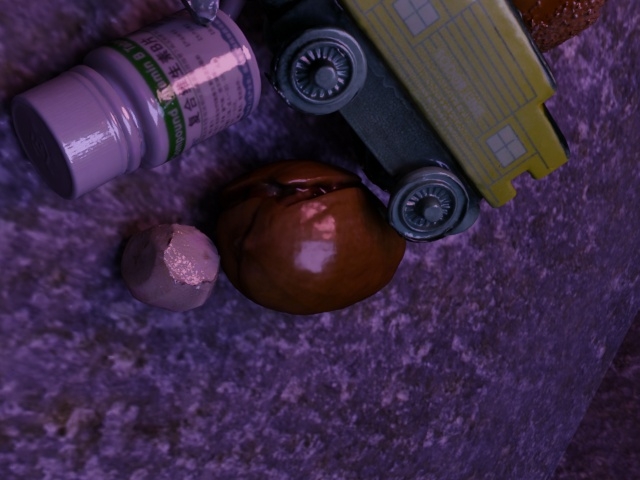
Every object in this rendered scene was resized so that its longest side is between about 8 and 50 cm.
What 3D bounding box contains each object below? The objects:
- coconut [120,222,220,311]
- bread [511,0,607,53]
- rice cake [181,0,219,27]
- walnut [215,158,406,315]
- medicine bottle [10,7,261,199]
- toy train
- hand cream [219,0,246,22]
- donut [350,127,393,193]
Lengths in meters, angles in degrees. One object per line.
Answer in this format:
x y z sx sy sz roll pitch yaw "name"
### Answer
-0.172 0.034 1.003 0.124 0.110 0.110 15 100 -47 "coconut"
0.290 -0.345 1.152 0.192 0.314 0.171 -29 94 -27 "bread"
-0.163 -0.305 0.807 0.034 0.043 0.211 -36 106 -7 "rice cake"
0.000 0.000 1.107 0.336 0.209 0.209 8 105 -50 "walnut"
-0.190 -0.146 0.864 0.236 0.139 0.139 -33 132 -30 "medicine bottle"
0.121 -0.195 0.991 0.272 0.179 0.442 -35 124 12 "toy train"
-0.063 -0.374 0.946 0.084 0.050 0.257 19 93 -48 "hand cream"
0.153 -0.194 1.164 0.271 0.107 0.272 -3 131 -3 "donut"
